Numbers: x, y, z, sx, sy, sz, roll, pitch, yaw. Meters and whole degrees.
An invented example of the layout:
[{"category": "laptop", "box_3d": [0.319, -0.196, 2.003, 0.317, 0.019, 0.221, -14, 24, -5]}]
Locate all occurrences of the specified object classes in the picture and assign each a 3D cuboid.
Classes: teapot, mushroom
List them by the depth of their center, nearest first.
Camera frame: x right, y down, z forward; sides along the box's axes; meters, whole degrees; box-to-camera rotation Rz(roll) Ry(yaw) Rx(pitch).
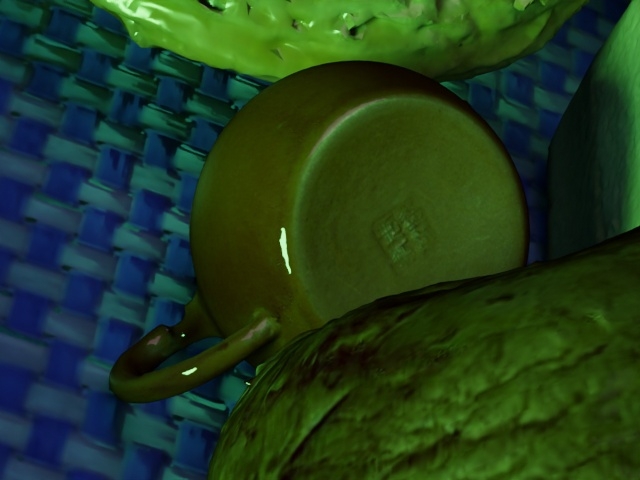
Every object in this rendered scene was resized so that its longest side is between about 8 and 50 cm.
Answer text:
[{"category": "mushroom", "box_3d": [0.057, 0.062, 0.506, 0.194, 0.231, 0.138, 15, 50, -62]}, {"category": "teapot", "box_3d": [0.000, 0.000, 0.641, 0.173, 0.116, 0.116, -38, 73, -23]}]

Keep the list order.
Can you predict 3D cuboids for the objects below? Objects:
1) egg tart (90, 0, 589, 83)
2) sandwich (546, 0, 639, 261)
[{"category": "egg tart", "box_3d": [-0.015, -0.166, 0.740, 0.288, 0.118, 0.288, 7, 66, -16]}, {"category": "sandwich", "box_3d": [0.142, 0.026, 0.683, 0.220, 0.108, 0.186, 44, 44, 11]}]
